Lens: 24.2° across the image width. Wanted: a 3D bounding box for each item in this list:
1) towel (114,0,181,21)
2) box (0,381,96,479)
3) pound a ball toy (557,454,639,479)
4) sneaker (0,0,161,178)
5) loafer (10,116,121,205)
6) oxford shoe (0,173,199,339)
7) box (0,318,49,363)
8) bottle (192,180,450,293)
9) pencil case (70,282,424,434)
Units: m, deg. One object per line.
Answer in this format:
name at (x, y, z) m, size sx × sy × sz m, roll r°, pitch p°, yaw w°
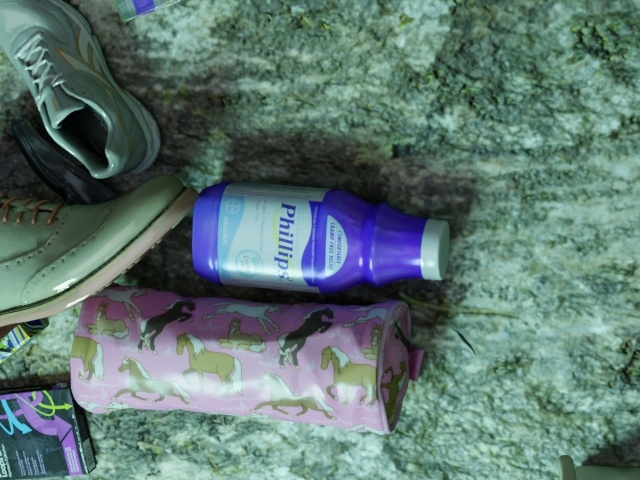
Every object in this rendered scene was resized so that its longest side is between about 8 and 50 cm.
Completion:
towel at (-0.200, -0.287, 1.687) m, size 0.083 × 0.009 × 0.060 m, roll -17°, pitch 100°, yaw 20°
box at (-0.369, 0.241, 1.867) m, size 0.162 × 0.029 × 0.116 m, roll -7°, pitch 102°, yaw 20°
pound a ball toy at (0.307, 0.315, 1.530) m, size 0.135 × 0.319 × 0.208 m, roll 2°, pitch 105°, yaw 16°
sneaker at (-0.290, -0.179, 1.683) m, size 0.099 × 0.121 × 0.262 m, roll -42°, pitch 90°, yaw 21°
loafer at (-0.296, -0.082, 1.751) m, size 0.061 × 0.062 × 0.170 m, roll -40°, pitch 96°, yaw -10°
oxford shoe at (-0.320, 0.008, 1.669) m, size 0.397 × 0.140 × 0.146 m, roll -27°, pitch 100°, yaw 18°
box at (-0.413, 0.062, 1.819) m, size 0.059 × 0.054 × 0.169 m, roll -39°, pitch 92°, yaw 22°
bottle at (0.000, 0.000, 1.659) m, size 0.283 × 0.092 × 0.118 m, roll 5°, pitch 100°, yaw 15°
pencil case at (-0.085, 0.132, 1.680) m, size 0.386 × 0.167 × 0.160 m, roll 2°, pitch 126°, yaw 16°
